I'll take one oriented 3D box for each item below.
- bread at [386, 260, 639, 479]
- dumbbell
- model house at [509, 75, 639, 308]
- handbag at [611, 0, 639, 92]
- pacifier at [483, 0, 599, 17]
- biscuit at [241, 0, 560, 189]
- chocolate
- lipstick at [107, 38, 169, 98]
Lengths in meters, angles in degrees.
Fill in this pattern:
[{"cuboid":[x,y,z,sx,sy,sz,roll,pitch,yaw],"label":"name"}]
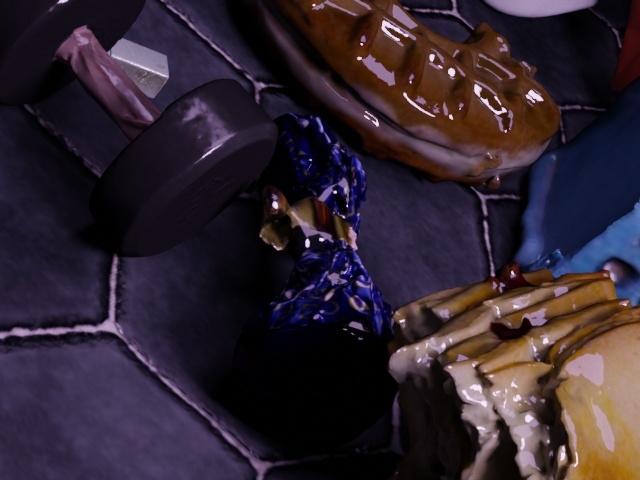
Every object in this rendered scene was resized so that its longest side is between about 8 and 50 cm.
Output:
[{"cuboid":[0.148,0.190,1.181,0.370,0.191,0.314,-25,103,-52],"label":"bread"},{"cuboid":[-0.154,-0.112,1.323,0.218,0.152,0.152,49,36,10],"label":"dumbbell"},{"cuboid":[0.366,0.005,1.650,0.303,0.215,0.237,38,34,-12],"label":"model house"},{"cuboid":[0.457,-0.191,1.798,0.171,0.151,0.298,8,9,-28],"label":"handbag"},{"cuboid":[0.266,-0.357,1.934,0.332,0.273,0.220,-19,83,-50],"label":"pacifier"},{"cuboid":[0.059,-0.199,1.652,0.268,0.115,0.366,-16,63,-50],"label":"biscuit"},{"cuboid":[-0.002,-0.002,1.371,0.148,0.126,0.343,49,25,-33],"label":"chocolate"},{"cuboid":[-0.189,-0.157,1.441,0.129,0.030,0.030,19,41,-29],"label":"lipstick"}]
